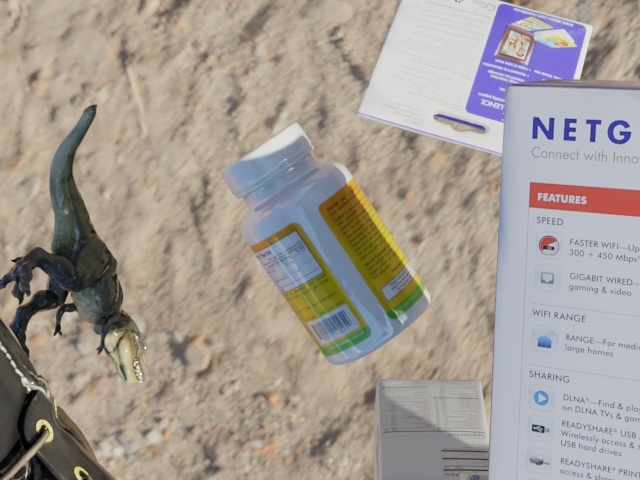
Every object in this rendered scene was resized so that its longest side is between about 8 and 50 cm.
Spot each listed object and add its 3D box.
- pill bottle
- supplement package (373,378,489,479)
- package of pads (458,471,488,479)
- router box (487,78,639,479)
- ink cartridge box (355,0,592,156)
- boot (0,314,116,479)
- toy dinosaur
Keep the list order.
[{"bbox_3d":[0.000,0.000,1.296,0.136,0.136,0.245,-30,97,26],"label":"pill bottle"},{"bbox_3d":[0.149,0.326,1.617,0.149,0.203,0.194,0,124,1],"label":"supplement package"},{"bbox_3d":[0.222,0.427,1.302,0.101,0.229,0.296,-10,133,26],"label":"package of pads"},{"bbox_3d":[0.247,0.083,0.536,0.336,0.082,0.301,7,101,26],"label":"router box"},{"bbox_3d":[0.158,-0.166,1.234,0.206,0.208,0.045,17,146,7],"label":"ink cartridge box"},{"bbox_3d":[-0.150,0.198,0.774,0.284,0.138,0.377,22,137,32],"label":"boot"},{"bbox_3d":[-0.205,0.028,0.957,0.064,0.118,0.268,23,137,30],"label":"toy dinosaur"}]
